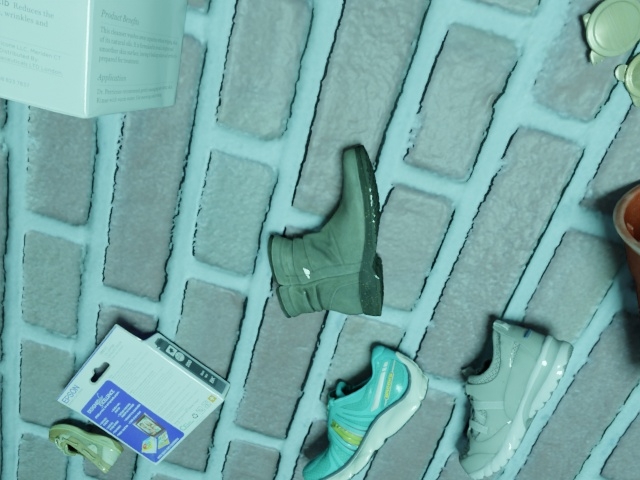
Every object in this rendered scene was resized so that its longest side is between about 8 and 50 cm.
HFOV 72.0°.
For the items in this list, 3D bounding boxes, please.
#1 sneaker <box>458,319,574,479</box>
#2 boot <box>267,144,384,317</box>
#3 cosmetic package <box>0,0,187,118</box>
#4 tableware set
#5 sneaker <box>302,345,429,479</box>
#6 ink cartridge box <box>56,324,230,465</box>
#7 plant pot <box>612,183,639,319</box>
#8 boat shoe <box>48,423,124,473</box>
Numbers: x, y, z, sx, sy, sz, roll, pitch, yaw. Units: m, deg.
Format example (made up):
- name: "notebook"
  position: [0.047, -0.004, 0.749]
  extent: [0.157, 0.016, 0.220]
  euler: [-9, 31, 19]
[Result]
- name: "sneaker"
  position: [0.266, 0.238, 0.667]
  extent: [0.115, 0.105, 0.281]
  euler: [31, 119, 30]
- name: "boot"
  position: [0.000, 0.000, 0.598]
  extent: [0.161, 0.083, 0.246]
  euler: [-1, 109, 12]
- name: "cosmetic package"
  position: [-0.226, -0.331, 0.424]
  extent: [0.156, 0.217, 0.384]
  euler: [13, 109, 0]
- name: "tableware set"
  position: [0.393, -0.246, 0.501]
  extent: [0.169, 0.020, 0.141]
  euler: [-39, 104, 16]
- name: "sneaker"
  position: [0.054, 0.281, 0.699]
  extent: [0.110, 0.107, 0.275]
  euler: [39, 105, 11]
- name: "ink cartridge box"
  position: [-0.294, 0.252, 0.731]
  extent: [0.208, 0.045, 0.206]
  euler: [40, 109, -11]
- name: "plant pot"
  position: [0.494, 0.081, 0.498]
  extent: [0.273, 0.272, 0.264]
  euler: [-14, 117, 10]
- name: "boat shoe"
  position: [-0.417, 0.360, 0.764]
  extent: [0.153, 0.048, 0.056]
  euler: [8, 134, 16]
